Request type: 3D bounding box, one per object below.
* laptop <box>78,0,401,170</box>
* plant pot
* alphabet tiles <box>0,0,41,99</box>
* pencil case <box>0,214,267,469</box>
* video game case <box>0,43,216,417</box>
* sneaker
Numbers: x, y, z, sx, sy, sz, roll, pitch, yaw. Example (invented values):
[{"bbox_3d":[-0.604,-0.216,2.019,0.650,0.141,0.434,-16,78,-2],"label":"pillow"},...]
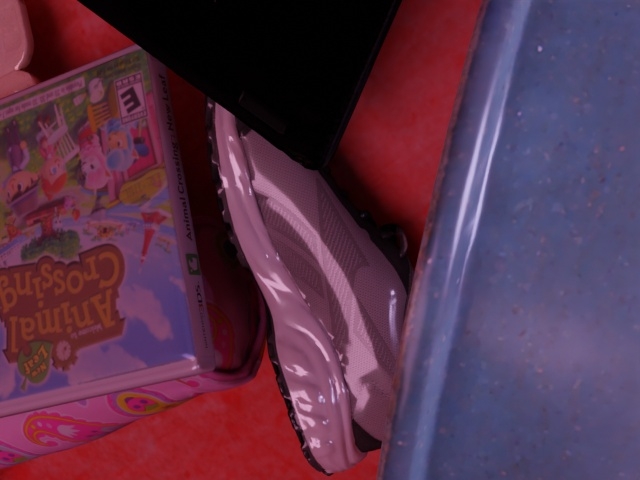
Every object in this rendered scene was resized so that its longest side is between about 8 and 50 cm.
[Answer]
[{"bbox_3d":[-0.037,-0.323,0.553,0.382,0.236,0.408,37,142,9],"label":"laptop"},{"bbox_3d":[0.226,0.033,0.450,0.334,0.341,0.341,14,117,13],"label":"plant pot"},{"bbox_3d":[-0.287,-0.044,0.781,0.278,0.021,0.284,-21,77,27],"label":"alphabet tiles"},{"bbox_3d":[-0.169,0.078,0.780,0.284,0.124,0.124,-22,100,35],"label":"pencil case"},{"bbox_3d":[-0.168,0.003,0.685,0.212,0.023,0.193,-15,80,28],"label":"video game case"},{"bbox_3d":[0.000,0.000,0.686,0.108,0.100,0.271,-20,96,0],"label":"sneaker"}]
